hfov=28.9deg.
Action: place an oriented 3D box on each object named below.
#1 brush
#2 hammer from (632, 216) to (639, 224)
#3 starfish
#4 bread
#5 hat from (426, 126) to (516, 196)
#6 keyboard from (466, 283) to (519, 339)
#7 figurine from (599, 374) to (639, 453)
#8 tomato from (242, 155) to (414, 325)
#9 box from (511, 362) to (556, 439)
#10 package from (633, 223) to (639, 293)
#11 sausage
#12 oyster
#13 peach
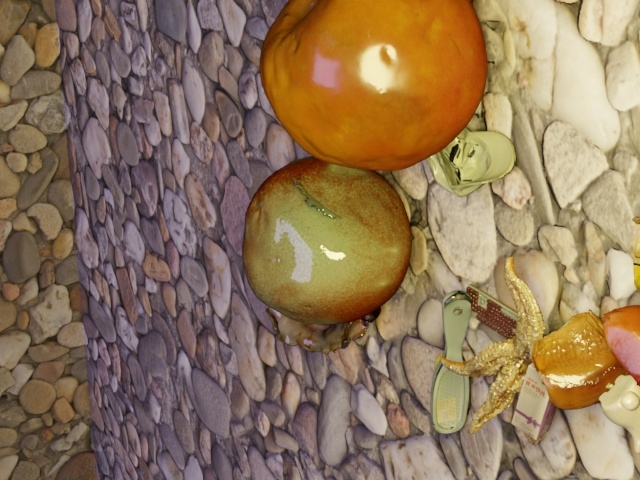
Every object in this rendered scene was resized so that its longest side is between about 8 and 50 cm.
[{"bbox_3d":[0.219,0.197,2.099,0.060,0.068,0.297,-110,17,-56],"label":"brush"},{"bbox_3d":[0.447,-0.044,1.619,0.029,0.014,0.123,66,153,8],"label":"hammer"},{"bbox_3d":[0.320,0.217,1.900,0.301,0.084,0.293,47,138,13],"label":"starfish"},{"bbox_3d":[0.365,0.169,1.746,0.126,0.129,0.044,61,-179,22],"label":"bread"},{"bbox_3d":[0.235,-0.125,1.919,0.166,0.081,0.122,-1,63,47],"label":"hat"},{"bbox_3d":[0.286,0.126,1.988,0.166,0.017,0.055,34,132,51],"label":"keyboard"},{"bbox_3d":[0.456,0.245,1.690,0.146,0.098,0.081,42,110,-10],"label":"figurine"},{"bbox_3d":[0.000,0.000,2.154,0.303,0.239,0.304,2,94,35],"label":"tomato"},{"bbox_3d":[0.320,0.232,1.816,0.050,0.036,0.117,34,130,30],"label":"box"},{"bbox_3d":[0.448,0.042,1.620,0.071,0.047,0.131,21,120,56],"label":"package"},{"bbox_3d":[0.481,0.208,1.591,0.330,0.102,0.102,56,147,29],"label":"sausage"},{"bbox_3d":[0.002,0.135,2.434,0.221,0.096,0.361,59,149,18],"label":"oyster"},{"bbox_3d":[0.085,-0.261,1.867,0.301,0.343,0.342,36,162,-22],"label":"peach"}]
